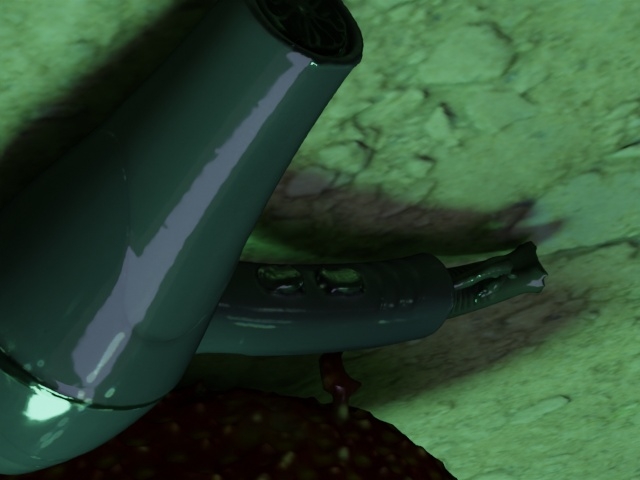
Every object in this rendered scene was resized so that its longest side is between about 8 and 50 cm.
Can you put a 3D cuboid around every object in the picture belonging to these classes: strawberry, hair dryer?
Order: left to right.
[{"bbox_3d":[-0.071,0.195,1.013,0.343,0.292,0.292,-31,157,-20],"label":"strawberry"},{"bbox_3d":[0.000,0.000,0.851,0.361,0.121,0.301,1,140,-44],"label":"hair dryer"}]
